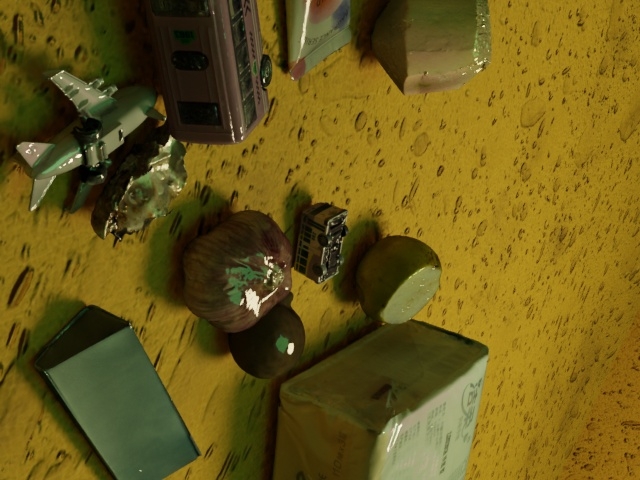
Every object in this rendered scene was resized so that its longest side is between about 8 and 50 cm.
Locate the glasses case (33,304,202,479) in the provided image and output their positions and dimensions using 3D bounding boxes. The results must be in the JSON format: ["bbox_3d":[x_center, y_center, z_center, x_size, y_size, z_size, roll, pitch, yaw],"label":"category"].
[{"bbox_3d":[-0.224,0.183,1.043,0.105,0.056,0.266,-29,137,-13],"label":"glasses case"}]

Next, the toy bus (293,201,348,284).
[{"bbox_3d":[0.000,0.000,1.253,0.052,0.058,0.102,-30,138,-47],"label":"toy bus"}]

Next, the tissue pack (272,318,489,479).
[{"bbox_3d":[0.084,0.364,1.470,0.332,0.205,0.404,-25,128,-49],"label":"tissue pack"}]

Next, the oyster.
[{"bbox_3d":[-0.184,-0.056,0.936,0.148,0.051,0.103,-59,161,-53],"label":"oyster"}]

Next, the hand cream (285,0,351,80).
[{"bbox_3d":[0.000,-0.344,1.034,0.124,0.078,0.340,-44,146,-35],"label":"hand cream"}]

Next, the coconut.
[{"bbox_3d":[0.142,-0.268,1.225,0.147,0.153,0.147,176,-90,-89],"label":"coconut"}]

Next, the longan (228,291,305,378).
[{"bbox_3d":[-0.065,0.117,1.190,0.106,0.106,0.119,33,76,-59],"label":"longan"}]

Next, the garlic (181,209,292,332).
[{"bbox_3d":[-0.091,0.038,1.095,0.159,0.102,0.147,7,105,-58],"label":"garlic"}]

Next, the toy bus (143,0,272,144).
[{"bbox_3d":[-0.111,-0.196,0.894,0.108,0.096,0.198,-67,157,-50],"label":"toy bus"}]

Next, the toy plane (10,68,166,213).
[{"bbox_3d":[-0.210,-0.100,0.865,0.171,0.066,0.162,-37,149,-34],"label":"toy plane"}]

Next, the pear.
[{"bbox_3d":[0.111,0.053,1.418,0.141,0.104,0.141,-26,146,-20],"label":"pear"}]
